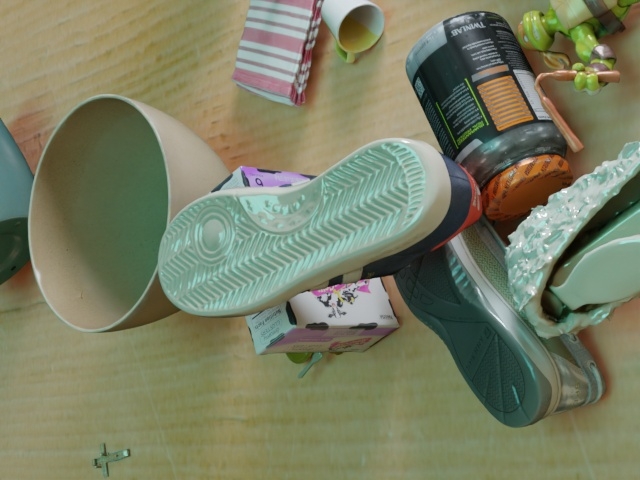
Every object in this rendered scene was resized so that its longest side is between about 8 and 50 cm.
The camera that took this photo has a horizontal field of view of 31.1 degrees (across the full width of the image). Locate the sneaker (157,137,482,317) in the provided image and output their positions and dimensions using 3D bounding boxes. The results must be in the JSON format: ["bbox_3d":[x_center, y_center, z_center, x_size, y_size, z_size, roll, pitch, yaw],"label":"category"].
[{"bbox_3d":[0.000,0.000,1.126,0.350,0.148,0.131,-14,77,35],"label":"sneaker"}]

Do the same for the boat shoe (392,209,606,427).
[{"bbox_3d":[0.162,0.045,1.157,0.320,0.103,0.118,57,142,37],"label":"boat shoe"}]

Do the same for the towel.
[{"bbox_3d":[-0.044,-0.271,1.412,0.144,0.029,0.197,26,103,51],"label":"towel"}]

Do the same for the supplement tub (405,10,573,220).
[{"bbox_3d":[0.169,-0.122,1.142,0.117,0.117,0.190,-38,61,34],"label":"supplement tub"}]

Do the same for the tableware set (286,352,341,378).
[{"bbox_3d":[-0.020,0.078,1.367,0.104,0.024,0.154,-48,55,25],"label":"tableware set"}]

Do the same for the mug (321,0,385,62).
[{"bbox_3d":[0.028,-0.253,1.329,0.078,0.062,0.064,-54,45,17],"label":"mug"}]

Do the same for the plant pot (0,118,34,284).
[{"bbox_3d":[-0.555,-0.052,1.716,0.235,0.293,0.293,49,119,19],"label":"plant pot"}]

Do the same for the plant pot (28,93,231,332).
[{"bbox_3d":[-0.204,-0.025,1.433,0.284,0.191,0.284,-6,81,43],"label":"plant pot"}]

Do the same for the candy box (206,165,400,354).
[{"bbox_3d":[-0.019,0.024,1.271,0.070,0.165,0.196,-38,62,36],"label":"candy box"}]

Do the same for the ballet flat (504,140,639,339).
[{"bbox_3d":[0.322,-0.040,0.953,0.409,0.147,0.147,-41,60,28],"label":"ballet flat"}]

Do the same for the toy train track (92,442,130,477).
[{"bbox_3d":[-0.296,0.304,1.609,0.083,0.014,0.048,-22,71,39],"label":"toy train track"}]

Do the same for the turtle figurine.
[{"bbox_3d":[0.269,-0.225,1.079,0.217,0.087,0.269,-31,57,29],"label":"turtle figurine"}]
